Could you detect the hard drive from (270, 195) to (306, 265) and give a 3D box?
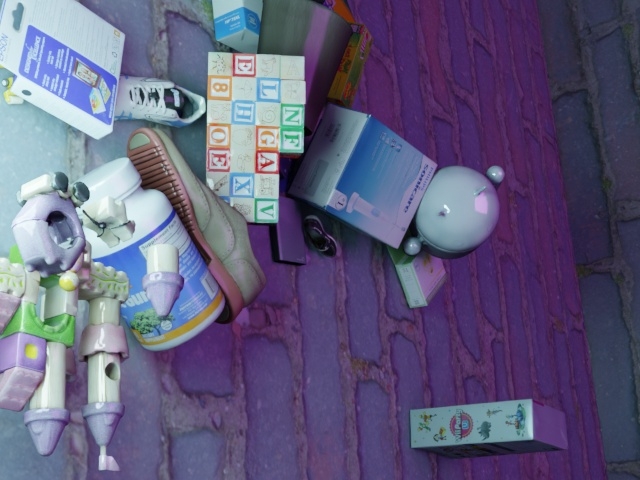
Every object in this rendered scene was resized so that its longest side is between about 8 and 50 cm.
[{"bbox_3d":[-0.068,-0.019,1.813,0.094,0.022,0.135,12,69,-56],"label":"hard drive"}]

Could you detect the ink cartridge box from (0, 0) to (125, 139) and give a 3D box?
[{"bbox_3d":[-0.388,-0.280,1.319,0.208,0.045,0.206,33,44,-41],"label":"ink cartridge box"}]

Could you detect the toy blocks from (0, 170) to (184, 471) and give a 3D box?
[{"bbox_3d":[-0.326,0.125,1.067,0.288,0.309,0.260,30,48,-50],"label":"toy blocks"}]

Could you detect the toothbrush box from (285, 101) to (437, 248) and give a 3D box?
[{"bbox_3d":[0.096,-0.134,1.932,0.295,0.126,0.216,25,90,-50],"label":"toothbrush box"}]

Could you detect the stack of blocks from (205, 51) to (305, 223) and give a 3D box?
[{"bbox_3d":[-0.118,-0.176,1.594,0.087,0.171,0.297,155,-63,-82],"label":"stack of blocks"}]

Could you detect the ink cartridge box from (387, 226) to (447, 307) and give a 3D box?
[{"bbox_3d":[0.235,0.029,2.252,0.171,0.056,0.235,-41,115,-56],"label":"ink cartridge box"}]

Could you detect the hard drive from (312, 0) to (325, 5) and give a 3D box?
[{"bbox_3d":[-0.152,-0.580,1.705,0.339,0.064,0.237,17,41,-37],"label":"hard drive"}]

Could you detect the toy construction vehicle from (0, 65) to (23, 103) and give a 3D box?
[{"bbox_3d":[-0.432,-0.248,1.306,0.086,0.035,0.098,-6,84,-58],"label":"toy construction vehicle"}]

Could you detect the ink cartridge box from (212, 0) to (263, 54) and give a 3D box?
[{"bbox_3d":[-0.152,-0.501,1.812,0.134,0.078,0.231,12,68,-56],"label":"ink cartridge box"}]

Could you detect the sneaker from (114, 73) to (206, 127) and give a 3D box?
[{"bbox_3d":[-0.286,-0.237,1.491,0.237,0.086,0.085,-3,82,-57],"label":"sneaker"}]

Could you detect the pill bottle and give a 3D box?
[{"bbox_3d":[-0.270,0.019,1.351,0.272,0.152,0.152,62,34,-21],"label":"pill bottle"}]

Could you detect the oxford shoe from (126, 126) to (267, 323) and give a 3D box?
[{"bbox_3d":[-0.203,-0.039,1.483,0.130,0.123,0.348,-38,112,-41],"label":"oxford shoe"}]

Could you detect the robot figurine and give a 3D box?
[{"bbox_3d":[0.312,-0.063,2.124,0.200,0.300,0.353,46,-4,7],"label":"robot figurine"}]

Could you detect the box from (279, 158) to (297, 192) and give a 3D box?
[{"bbox_3d":[-0.105,-0.219,1.821,0.225,0.036,0.136,54,38,-35],"label":"box"}]

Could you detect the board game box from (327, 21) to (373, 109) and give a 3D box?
[{"bbox_3d":[0.067,-0.400,2.066,0.092,0.043,0.181,26,81,-71],"label":"board game box"}]

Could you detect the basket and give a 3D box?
[{"bbox_3d":[-0.051,-0.328,1.731,0.204,0.154,0.227,22,78,-42],"label":"basket"}]

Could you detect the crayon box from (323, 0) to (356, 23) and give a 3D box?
[{"bbox_3d":[-0.027,-0.506,2.009,0.278,0.081,0.165,-47,118,-54],"label":"crayon box"}]

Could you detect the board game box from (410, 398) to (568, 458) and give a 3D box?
[{"bbox_3d":[0.395,0.446,2.102,0.224,0.303,0.097,30,54,-51],"label":"board game box"}]

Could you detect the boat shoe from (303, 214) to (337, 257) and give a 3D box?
[{"bbox_3d":[0.000,0.000,1.879,0.125,0.046,0.038,61,24,-43],"label":"boat shoe"}]
